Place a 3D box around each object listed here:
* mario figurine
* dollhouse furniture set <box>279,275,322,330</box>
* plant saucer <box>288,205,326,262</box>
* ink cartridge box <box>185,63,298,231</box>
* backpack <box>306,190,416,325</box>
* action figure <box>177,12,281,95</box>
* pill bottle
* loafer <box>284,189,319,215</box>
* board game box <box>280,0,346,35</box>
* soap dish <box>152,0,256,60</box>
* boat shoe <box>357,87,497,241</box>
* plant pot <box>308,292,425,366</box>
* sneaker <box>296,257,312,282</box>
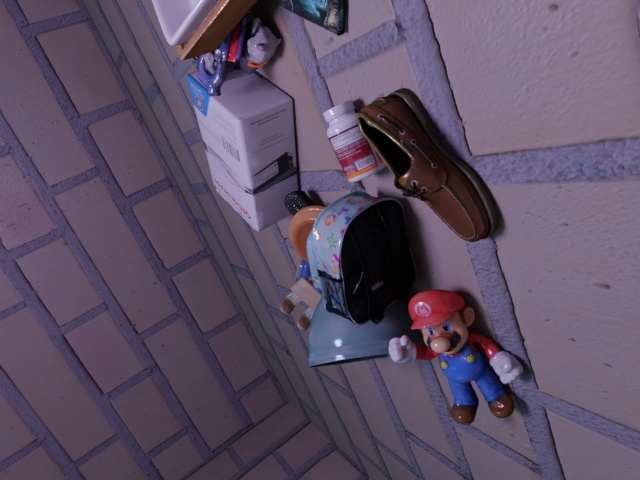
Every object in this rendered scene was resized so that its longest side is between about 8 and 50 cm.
[{"bbox_3d":[0.273,0.248,0.924,0.320,0.198,0.170,60,170,-13],"label":"mario figurine"},{"bbox_3d":[0.006,0.220,1.351,0.242,0.161,0.212,43,128,-2],"label":"dollhouse furniture set"},{"bbox_3d":[0.000,0.000,1.233,0.200,0.037,0.199,13,126,18],"label":"plant saucer"},{"bbox_3d":[-0.211,-0.266,1.296,0.285,0.166,0.394,44,152,32],"label":"ink cartridge box"},{"bbox_3d":[0.085,0.021,0.980,0.191,0.225,0.253,26,137,44],"label":"backpack"},{"bbox_3d":[-0.215,-0.532,1.075,0.330,0.179,0.341,38,120,29],"label":"action figure"},{"bbox_3d":[0.066,-0.202,0.918,0.086,0.086,0.151,-3,114,65],"label":"pill bottle"},{"bbox_3d":[-0.007,-0.060,1.273,0.080,0.078,0.220,-26,108,36],"label":"loafer"},{"bbox_3d":[-0.018,-0.474,0.835,0.186,0.026,0.126,43,152,33],"label":"board game box"},{"bbox_3d":[-0.215,-0.534,0.883,0.291,0.118,0.228,-29,78,38],"label":"soap dish"},{"bbox_3d":[0.174,-0.114,0.781,0.307,0.105,0.110,55,157,9],"label":"boat shoe"},{"bbox_3d":[0.100,0.202,1.144,0.293,0.294,0.196,128,135,-66],"label":"plant pot"},{"bbox_3d":[0.016,0.174,1.490,0.131,0.112,0.296,10,131,38],"label":"sneaker"}]
